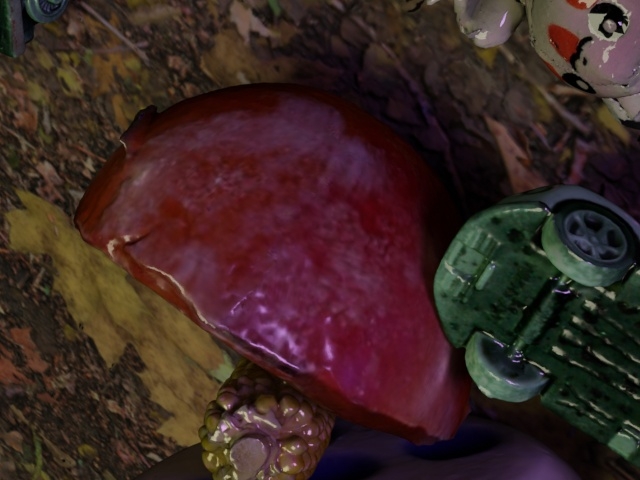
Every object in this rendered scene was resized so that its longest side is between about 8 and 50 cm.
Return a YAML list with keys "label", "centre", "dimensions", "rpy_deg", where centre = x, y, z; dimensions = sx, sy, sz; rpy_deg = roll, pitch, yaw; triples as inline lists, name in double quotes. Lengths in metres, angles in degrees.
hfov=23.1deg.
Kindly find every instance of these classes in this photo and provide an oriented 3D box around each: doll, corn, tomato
- label: "doll"
  centre: [0.136, -0.148, 0.869]
  dimensions: [0.192, 0.095, 0.149]
  rpy_deg: [39, 146, 8]
- label: "corn"
  centre: [-0.029, 0.111, 1.113]
  dimensions: [0.086, 0.288, 0.086]
  rpy_deg: [1, 101, 4]
- label: "tomato"
  centre: [0.000, -0.006, 1.040]
  dimensions: [0.309, 0.309, 0.170]
  rpy_deg: [32, 97, 19]

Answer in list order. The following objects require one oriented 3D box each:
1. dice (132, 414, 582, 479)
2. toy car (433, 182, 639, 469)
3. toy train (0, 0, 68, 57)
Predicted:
- label: "dice"
  centre: [0.023, 0.284, 1.110]
  dimensions: [0.304, 0.304, 0.277]
  rpy_deg: [0, 105, 28]
- label: "toy car"
  centre: [0.219, 0.069, 0.938]
  dimensions: [0.306, 0.125, 0.136]
  rpy_deg: [34, 134, 9]
- label: "toy train"
  centre: [-0.250, -0.220, 1.133]
  dimensions: [0.083, 0.132, 0.200]
  rpy_deg: [23, 133, 29]
